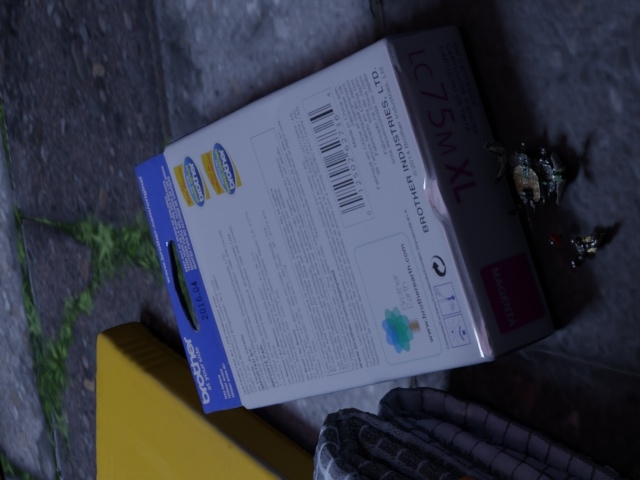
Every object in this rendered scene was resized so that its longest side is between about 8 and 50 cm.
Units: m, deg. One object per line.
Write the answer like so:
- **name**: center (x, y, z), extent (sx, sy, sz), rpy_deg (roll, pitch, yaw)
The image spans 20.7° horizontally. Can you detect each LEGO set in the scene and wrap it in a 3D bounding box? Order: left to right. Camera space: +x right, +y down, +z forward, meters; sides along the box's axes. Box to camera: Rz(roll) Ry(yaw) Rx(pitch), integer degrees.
- **LEGO set**: center (0.123, -0.025, 0.942), extent (0.083, 0.023, 0.054), rpy_deg (58, 146, -2)

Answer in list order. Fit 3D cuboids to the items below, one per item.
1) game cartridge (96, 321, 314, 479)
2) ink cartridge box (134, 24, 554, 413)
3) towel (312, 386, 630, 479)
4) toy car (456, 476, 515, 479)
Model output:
- **game cartridge**: center (-0.063, 0.248, 1.285), extent (0.324, 0.053, 0.285), rpy_deg (34, 129, 45)
- **ink cartridge box**: center (0.000, 0.000, 1.080), extent (0.311, 0.065, 0.185), rpy_deg (-19, 88, 53)
- **towel**: center (0.105, 0.240, 0.984), extent (0.284, 0.121, 0.235), rpy_deg (27, 125, 46)
- **toy car**: center (0.017, 0.194, 0.866), extent (0.238, 0.219, 0.210), rpy_deg (-45, 30, 12)
